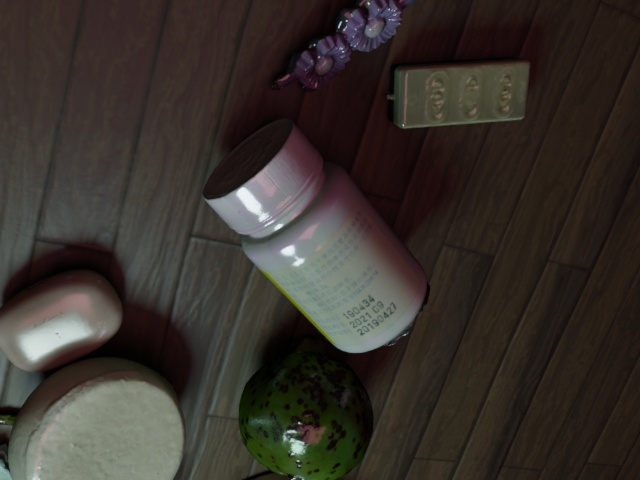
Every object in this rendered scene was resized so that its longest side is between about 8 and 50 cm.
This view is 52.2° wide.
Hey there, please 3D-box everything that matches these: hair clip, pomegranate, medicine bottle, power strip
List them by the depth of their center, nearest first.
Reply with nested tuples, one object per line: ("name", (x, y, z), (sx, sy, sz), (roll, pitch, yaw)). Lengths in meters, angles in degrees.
("hair clip", (0.041, -0.328, 1.041), (0.292, 0.085, 0.106), (-39, 160, 3))
("medicine bottle", (0.000, 0.000, 1.081), (0.213, 0.213, 0.379), (-40, 116, 1))
("power strip", (0.237, -0.256, 1.132), (0.256, 0.070, 0.105), (-7, 112, -13))
("pomegranate", (-0.022, 0.306, 1.194), (0.254, 0.271, 0.254), (4, 141, 3))

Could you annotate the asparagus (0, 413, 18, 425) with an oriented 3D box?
("asparagus", (-0.530, 0.321, 1.150), (0.235, 0.027, 0.034), (11, 97, -21))

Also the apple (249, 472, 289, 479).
("apple", (-0.118, 0.683, 1.386), (0.360, 0.312, 0.320), (-22, 71, -9))

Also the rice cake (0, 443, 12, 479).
("rice cake", (-0.531, 0.513, 1.207), (0.066, 0.063, 0.337), (-19, 117, 2))

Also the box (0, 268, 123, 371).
("box", (-0.428, 0.131, 1.071), (0.200, 0.088, 0.146), (-26, 114, -5))

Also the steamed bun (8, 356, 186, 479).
("steamed bun", (-0.380, 0.331, 1.105), (0.282, 0.177, 0.283), (-4, 96, -37))
